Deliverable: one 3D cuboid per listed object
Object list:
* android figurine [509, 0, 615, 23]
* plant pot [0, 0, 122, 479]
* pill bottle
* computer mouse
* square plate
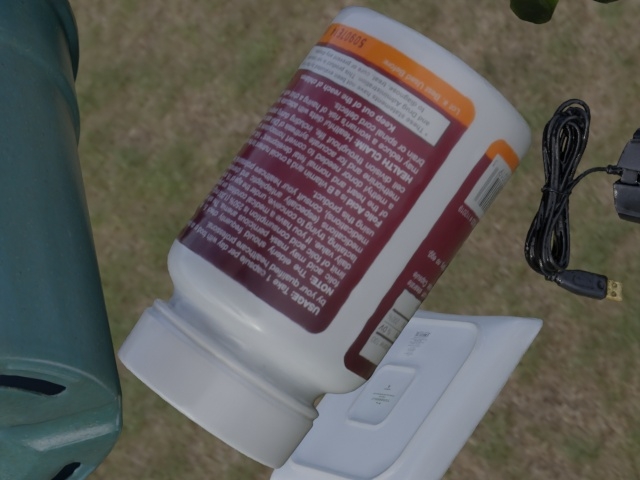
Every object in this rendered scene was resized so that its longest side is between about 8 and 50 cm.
[{"bbox_3d":[0.267,-0.316,1.327,0.248,0.056,0.273,-12,44,52],"label":"android figurine"},{"bbox_3d":[-0.296,0.012,1.013,0.341,0.341,0.334,-32,58,18],"label":"plant pot"},{"bbox_3d":[0.000,0.000,1.377,0.224,0.224,0.392,33,86,45],"label":"pill bottle"},{"bbox_3d":[0.318,-0.021,1.371,0.060,0.262,0.184,-128,48,-66],"label":"computer mouse"},{"bbox_3d":[0.094,0.219,1.971,0.344,0.049,0.347,-53,24,-19],"label":"square plate"}]
